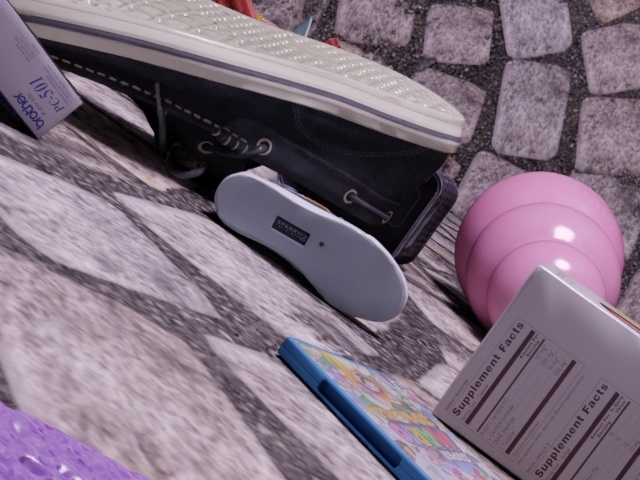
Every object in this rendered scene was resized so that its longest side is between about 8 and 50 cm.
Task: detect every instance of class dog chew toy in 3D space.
[{"bbox_3d":[0.258,0.038,1.542,0.207,0.206,0.332,35,15,-3],"label":"dog chew toy"}]

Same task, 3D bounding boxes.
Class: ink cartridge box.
[{"bbox_3d":[-0.248,-0.169,0.902,0.097,0.046,0.207,42,-11,44],"label":"ink cartridge box"}]

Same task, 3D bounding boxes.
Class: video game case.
[{"bbox_3d":[0.058,0.122,0.804,0.119,0.015,0.166,27,11,-47],"label":"video game case"}]

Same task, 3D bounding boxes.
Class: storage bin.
[{"bbox_3d":[0.055,-0.066,1.548,0.180,0.122,0.084,37,8,17],"label":"storage bin"}]

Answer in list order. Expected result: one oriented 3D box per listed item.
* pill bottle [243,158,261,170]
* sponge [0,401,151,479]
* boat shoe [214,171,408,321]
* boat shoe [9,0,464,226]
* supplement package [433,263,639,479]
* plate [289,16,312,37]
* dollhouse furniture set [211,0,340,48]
[{"bbox_3d":[-0.116,-0.165,1.423,0.123,0.122,0.219,30,9,-31],"label":"pill bottle"},{"bbox_3d":[-0.035,0.115,0.386,0.210,0.031,0.117,32,8,-19],"label":"sponge"},{"bbox_3d":[0.000,0.000,1.113,0.183,0.065,0.083,35,9,8],"label":"boat shoe"},{"bbox_3d":[-0.095,-0.126,1.202,0.500,0.156,0.187,16,22,-32],"label":"boat shoe"},{"bbox_3d":[0.225,0.139,0.968,0.244,0.134,0.139,36,7,10],"label":"supplement package"},{"bbox_3d":[-0.057,-0.229,1.849,0.024,0.188,0.188,23,9,-7],"label":"plate"},{"bbox_3d":[-0.112,-0.312,1.714,0.201,0.152,0.374,25,39,-49],"label":"dollhouse furniture set"}]
